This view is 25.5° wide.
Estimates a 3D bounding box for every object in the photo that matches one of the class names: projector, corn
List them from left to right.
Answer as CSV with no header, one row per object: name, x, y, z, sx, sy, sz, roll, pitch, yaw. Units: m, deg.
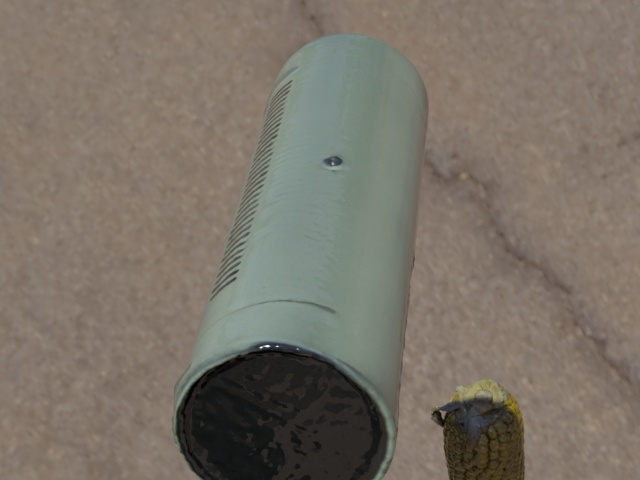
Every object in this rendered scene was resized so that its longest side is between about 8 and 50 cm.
projector,0.000,0.000,0.783,0.108,0.108,0.337,-18,29,18
corn,0.199,0.283,1.698,0.106,0.293,0.106,-6,43,6
